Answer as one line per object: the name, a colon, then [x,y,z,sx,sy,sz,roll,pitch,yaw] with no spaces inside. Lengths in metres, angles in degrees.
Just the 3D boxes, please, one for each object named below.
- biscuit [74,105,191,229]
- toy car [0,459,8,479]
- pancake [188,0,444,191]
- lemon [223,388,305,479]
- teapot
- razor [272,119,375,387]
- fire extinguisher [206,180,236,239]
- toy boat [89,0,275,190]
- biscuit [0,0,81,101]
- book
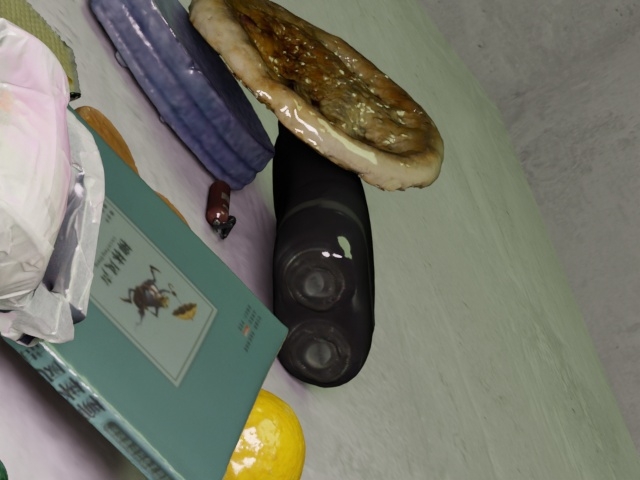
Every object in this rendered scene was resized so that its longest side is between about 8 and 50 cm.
biscuit: [-0.195,0.009,1.493,0.275,0.052,0.355,52,18,-18]
toy car: [-0.241,0.184,0.921,0.141,0.097,0.320,49,19,-35]
pancake: [-0.004,-0.176,1.978,0.356,0.065,0.356,31,23,-15]
lemon: [-0.068,0.180,1.483,0.114,0.114,0.155,66,4,18]
teapot: [-0.217,-0.049,1.171,0.221,0.163,0.178,29,56,-24]
razor: [0.002,0.000,1.963,0.349,0.113,0.204,-93,179,-60]
fire extinguisher: [-0.108,-0.024,1.908,0.100,0.032,0.046,-91,-177,-61]
toy boat: [-0.149,-0.176,1.945,0.283,0.078,0.127,54,13,-22]
biscuit: [-0.298,-0.198,1.545,0.250,0.046,0.147,46,20,-42]
book: [-0.184,0.010,1.353,0.379,0.031,0.264,47,29,-11]
